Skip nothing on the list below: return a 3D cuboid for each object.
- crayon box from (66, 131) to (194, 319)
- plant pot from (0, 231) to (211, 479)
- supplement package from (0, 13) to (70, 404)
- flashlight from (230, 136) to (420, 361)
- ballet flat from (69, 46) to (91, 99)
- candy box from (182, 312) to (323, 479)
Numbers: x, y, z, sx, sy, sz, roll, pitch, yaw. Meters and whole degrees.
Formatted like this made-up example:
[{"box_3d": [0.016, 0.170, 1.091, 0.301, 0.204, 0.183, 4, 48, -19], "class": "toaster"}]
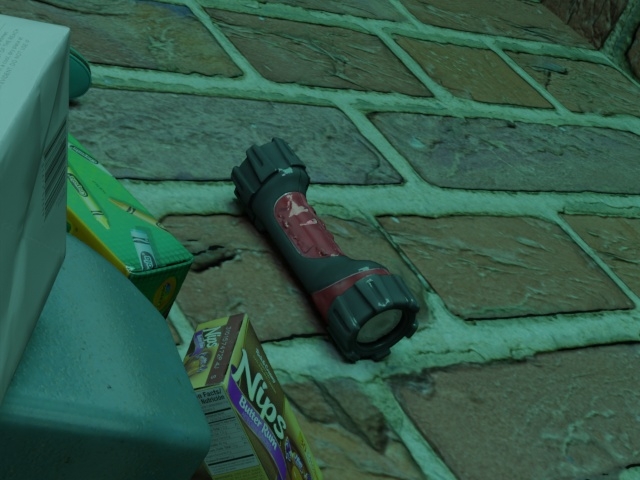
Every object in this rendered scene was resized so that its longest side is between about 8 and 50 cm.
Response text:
[{"box_3d": [-0.255, 0.001, 1.135, 0.278, 0.165, 0.081, 42, 32, 26], "class": "crayon box"}, {"box_3d": [-0.231, 0.131, 0.886, 0.252, 0.247, 0.248, 16, 29, -36], "class": "plant pot"}, {"box_3d": [-0.301, -0.030, 0.658, 0.293, 0.177, 0.175, 11, 39, -1], "class": "supplement package"}, {"box_3d": [0.000, 0.000, 1.410, 0.103, 0.103, 0.304, -24, 54, -13], "class": "flashlight"}, {"box_3d": [-0.399, -0.226, 1.478, 0.247, 0.083, 0.087, 5, 22, -39], "class": "ballet flat"}, {"box_3d": [-0.059, 0.168, 1.033, 0.053, 0.187, 0.109, -15, 25, 15], "class": "candy box"}]
